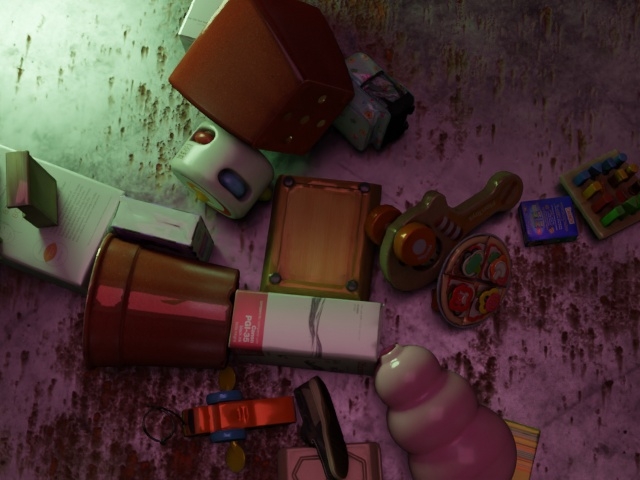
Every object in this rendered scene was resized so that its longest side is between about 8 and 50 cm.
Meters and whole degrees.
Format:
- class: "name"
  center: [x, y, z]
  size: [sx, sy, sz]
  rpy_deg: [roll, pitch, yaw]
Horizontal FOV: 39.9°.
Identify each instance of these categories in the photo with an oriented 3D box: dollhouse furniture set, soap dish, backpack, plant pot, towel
- class: "dollhouse furniture set"
  center: [-0.645, -0.081, 1.676]
  size: [0.242, 0.161, 0.212]
  rpy_deg: [-7, 75, 0]
- class: "soap dish"
  center: [0.000, 0.000, 1.828]
  size: [0.229, 0.118, 0.290]
  rpy_deg: [6, 73, 4]
- class: "backpack"
  center: [0.090, -0.299, 1.886]
  size: [0.144, 0.166, 0.188]
  rpy_deg: [-32, 73, -17]
- class: "plant pot"
  center: [-0.091, -0.322, 1.780]
  size: [0.267, 0.267, 0.235]
  rpy_deg: [-49, 64, 24]
- class: "towel"
  center: [0.356, 0.473, 1.733]
  size: [0.102, 0.021, 0.237]
  rpy_deg: [14, 76, 12]
- class: "plant pot"
  center: [-0.301, 0.138, 1.736]
  size: [0.265, 0.272, 0.272]
  rpy_deg: [8, 74, -3]

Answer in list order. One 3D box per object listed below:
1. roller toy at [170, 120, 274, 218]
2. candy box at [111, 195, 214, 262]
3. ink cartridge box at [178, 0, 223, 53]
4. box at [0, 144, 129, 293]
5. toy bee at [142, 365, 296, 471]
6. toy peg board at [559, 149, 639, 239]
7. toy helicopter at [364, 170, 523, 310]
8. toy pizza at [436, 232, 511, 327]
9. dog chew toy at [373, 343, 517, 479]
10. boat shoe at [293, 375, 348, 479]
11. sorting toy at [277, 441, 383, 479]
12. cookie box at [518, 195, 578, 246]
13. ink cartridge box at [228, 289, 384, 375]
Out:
- class: "roller toy"
  center: [-0.210, -0.143, 1.838]
  size: [0.209, 0.191, 0.146]
  rpy_deg: [35, 79, 11]
- class: "candy box"
  center: [-0.316, -0.011, 1.801]
  size: [0.165, 0.196, 0.070]
  rpy_deg: [14, 74, 6]
- class: "ink cartridge box"
  center: [-0.196, -0.502, 1.936]
  size: [0.115, 0.198, 0.272]
  rpy_deg: [19, 75, 8]
- class: "box"
  center: [-0.583, -0.041, 1.835]
  size: [0.345, 0.168, 0.215]
  rpy_deg: [21, 76, 7]
- class: "toy bee"
  center: [-0.208, 0.342, 1.739]
  size: [0.298, 0.162, 0.195]
  rpy_deg: [21, 66, -18]
- class: "toy peg board"
  center: [0.617, -0.111, 1.839]
  size: [0.161, 0.079, 0.160]
  rpy_deg: [-24, 74, -20]
- class: "toy helicopter"
  center: [0.276, -0.015, 1.797]
  size: [0.355, 0.235, 0.140]
  rpy_deg: [-33, 33, -15]
- class: "toy pizza"
  center: [0.316, 0.083, 1.770]
  size: [0.201, 0.201, 0.032]
  rpy_deg: [-50, 36, -11]
- class: "dog chew toy"
  center: [0.219, 0.336, 1.648]
  size: [0.207, 0.206, 0.332]
  rpy_deg: [-36, 97, -8]
- class: "boat shoe"
  center: [-0.003, 0.374, 1.728]
  size: [0.073, 0.080, 0.223]
  rpy_deg: [-27, 50, 14]
- class: "sorting toy"
  center: [0.022, 0.499, 1.731]
  size: [0.208, 0.038, 0.193]
  rpy_deg: [-5, 74, 5]
- class: "cookie box"
  center: [0.480, -0.040, 1.862]
  size: [0.107, 0.040, 0.091]
  rpy_deg: [-6, 73, 0]
- class: "ink cartridge box"
  center: [-0.023, 0.183, 1.729]
  size: [0.283, 0.207, 0.117]
  rpy_deg: [5, 74, 4]
